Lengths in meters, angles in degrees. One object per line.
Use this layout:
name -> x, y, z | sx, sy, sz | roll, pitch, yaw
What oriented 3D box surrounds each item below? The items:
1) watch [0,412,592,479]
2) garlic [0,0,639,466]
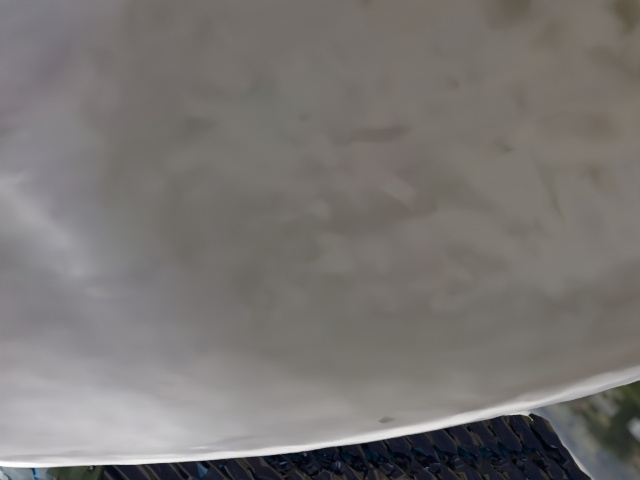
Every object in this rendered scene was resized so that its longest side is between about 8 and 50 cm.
watch -> 0.001, 0.021, 0.560 | 0.068, 0.274, 0.276 | 33, 134, 37
garlic -> 0.037, -0.039, 0.353 | 0.112, 0.318, 0.143 | -68, -36, -67
